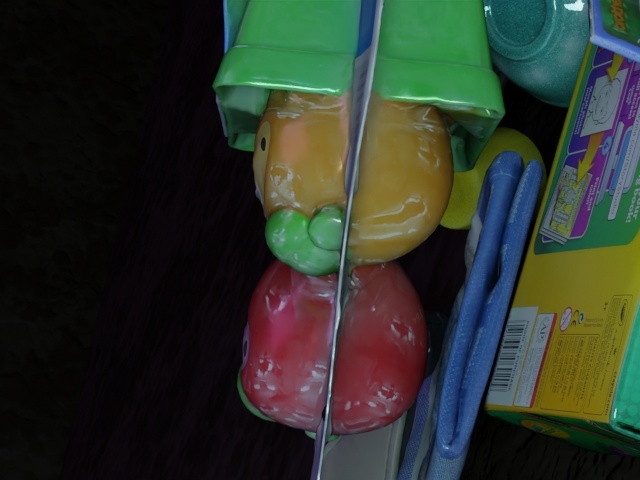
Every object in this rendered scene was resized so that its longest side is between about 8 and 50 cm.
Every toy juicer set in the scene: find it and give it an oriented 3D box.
[{"bbox_3d":[0.130,-0.177,1.227,0.209,0.089,0.329,52,132,25],"label":"toy juicer set"}]

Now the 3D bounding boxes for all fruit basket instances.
[{"bbox_3d":[0.000,0.000,1.099,0.327,0.165,0.353,92,-170,-85],"label":"fruit basket"}]

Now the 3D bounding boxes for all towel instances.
[{"bbox_3d":[0.072,0.103,1.131,0.285,0.034,0.209,101,-174,-56],"label":"towel"}]

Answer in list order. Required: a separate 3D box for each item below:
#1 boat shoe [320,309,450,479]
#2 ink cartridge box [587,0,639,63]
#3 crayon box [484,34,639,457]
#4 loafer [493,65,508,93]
[{"bbox_3d":[0.049,0.140,1.344,0.075,0.065,0.206,34,121,40],"label":"boat shoe"},{"bbox_3d":[0.205,-0.174,0.859,0.065,0.186,0.311,126,159,-45],"label":"ink cartridge box"},{"bbox_3d":[0.182,-0.030,0.977,0.165,0.081,0.278,171,117,-74],"label":"crayon box"},{"bbox_3d":[0.139,-0.158,1.345,0.109,0.095,0.302,-40,-11,-52],"label":"loafer"}]
